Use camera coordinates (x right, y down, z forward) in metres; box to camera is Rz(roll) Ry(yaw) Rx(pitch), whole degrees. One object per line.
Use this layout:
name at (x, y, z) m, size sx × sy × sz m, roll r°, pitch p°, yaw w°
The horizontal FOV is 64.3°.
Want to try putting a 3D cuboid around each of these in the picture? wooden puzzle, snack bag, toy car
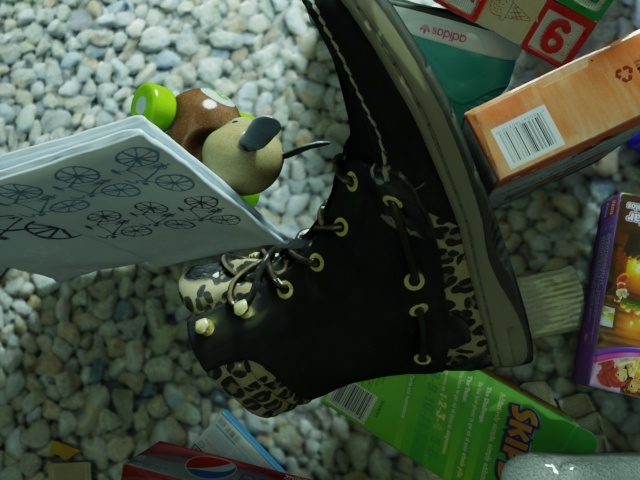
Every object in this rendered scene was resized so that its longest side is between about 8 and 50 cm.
wooden puzzle at (-0.332, 0.329, 0.679) m, size 0.078 × 0.014 × 0.116 m, roll 0°, pitch 85°, yaw 16°
snack bag at (-0.246, -0.012, 0.531) m, size 0.342 × 0.323 × 0.037 m, roll -10°, pitch 74°, yaw 11°
toy car at (-0.090, -0.107, 0.558) m, size 0.188 × 0.155 × 0.149 m, roll -4°, pitch 84°, yaw 40°

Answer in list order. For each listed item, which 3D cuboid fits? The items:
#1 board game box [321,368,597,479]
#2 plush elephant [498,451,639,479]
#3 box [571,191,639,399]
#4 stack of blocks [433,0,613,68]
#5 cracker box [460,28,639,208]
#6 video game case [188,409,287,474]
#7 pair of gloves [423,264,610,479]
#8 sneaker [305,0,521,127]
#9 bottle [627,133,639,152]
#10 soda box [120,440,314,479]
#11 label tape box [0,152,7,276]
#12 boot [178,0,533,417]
board game box at (0.140, 0.187, 0.546) m, size 0.259 × 0.039 × 0.124 m, roll 29°, pitch 98°, yaw 17°
plush elephant at (0.332, 0.307, 0.392) m, size 0.272 × 0.330 × 0.255 m, roll -16°, pitch 67°, yaw 50°
box at (0.423, 0.082, 0.502) m, size 0.293 × 0.057 × 0.201 m, roll 13°, pitch 81°, yaw 10°
stack of blocks at (0.217, -0.293, 0.490) m, size 0.171 × 0.087 × 0.297 m, roll 34°, pitch 50°, yaw 11°
cracker box at (0.214, -0.093, 0.488) m, size 0.155 × 0.232 × 0.067 m, roll -25°, pitch 82°, yaw 9°
video game case at (-0.133, 0.315, 0.637) m, size 0.119 × 0.015 × 0.166 m, roll 42°, pitch 94°, yaw 11°
pair of gloves at (0.201, 0.151, 0.568) m, size 0.204 × 0.042 × 0.240 m, roll -6°, pitch 83°, yaw 12°
sneaker at (0.077, -0.180, 0.587) m, size 0.295 × 0.123 × 0.178 m, roll 39°, pitch 129°, yaw 41°
bottle at (0.468, -0.123, 0.496) m, size 0.282 × 0.118 × 0.092 m, roll 7°, pitch 86°, yaw 13°
soda box at (-0.094, 0.311, 0.578) m, size 0.263 × 0.083 × 0.092 m, roll 9°, pitch 88°, yaw 11°
label tape box at (-0.577, 0.002, 0.711) m, size 0.240 × 0.106 × 0.334 m, roll 39°, pitch 94°, yaw 12°
boot at (0.000, 0.000, 0.449) m, size 0.284 × 0.138 × 0.377 m, roll -22°, pitch 119°, yaw 16°
